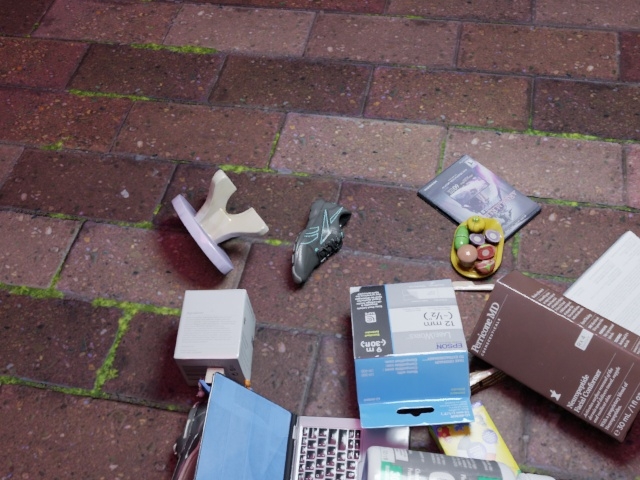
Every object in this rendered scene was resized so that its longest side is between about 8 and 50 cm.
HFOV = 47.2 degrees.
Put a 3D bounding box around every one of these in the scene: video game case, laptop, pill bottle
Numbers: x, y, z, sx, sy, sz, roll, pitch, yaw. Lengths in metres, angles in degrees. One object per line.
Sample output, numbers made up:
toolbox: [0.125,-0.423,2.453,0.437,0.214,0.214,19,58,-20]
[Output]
video game case: [0.429,-0.107,1.992,0.196,0.026,0.274,-37,58,-20]
laptop: [-0.024,0.492,1.465,0.407,0.236,0.382,1,54,7]
pill bottle: [0.256,0.512,1.386,0.360,0.204,0.204,6,54,1]

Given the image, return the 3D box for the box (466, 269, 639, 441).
box: [0.534,0.240,1.600,0.381,0.191,0.143,30,23,26]

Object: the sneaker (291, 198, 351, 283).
sneaker: [0.000,0.000,1.909,0.106,0.101,0.267,13,57,12]

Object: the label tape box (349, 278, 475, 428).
label tape box: [0.199,0.247,1.652,0.249,0.115,0.348,-4,37,2]

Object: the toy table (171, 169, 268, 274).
toy table: [-0.256,-0.057,1.909,0.161,0.252,0.274,-39,66,-1]

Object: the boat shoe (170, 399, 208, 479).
boat shoe: [-0.284,0.462,1.616,0.079,0.084,0.233,2,52,24]

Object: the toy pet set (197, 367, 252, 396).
toy pet set: [-0.225,0.343,1.668,0.122,0.114,0.065,2,53,6]

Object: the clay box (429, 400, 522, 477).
clay box: [0.337,0.467,1.559,0.127,0.053,0.222,-21,54,-9]

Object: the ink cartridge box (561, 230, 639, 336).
ink cartridge box: [0.762,0.210,1.711,0.308,0.091,0.385,-38,76,-21]

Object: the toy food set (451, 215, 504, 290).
toy food set: [0.394,0.020,1.851,0.128,0.071,0.218,5,61,15]

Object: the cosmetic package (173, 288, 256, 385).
cosmetic package: [-0.244,0.230,1.731,0.151,0.151,0.184,-1,55,6]

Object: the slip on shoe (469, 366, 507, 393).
slip on shoe: [0.368,0.312,1.677,0.135,0.051,0.041,-27,44,-6]
